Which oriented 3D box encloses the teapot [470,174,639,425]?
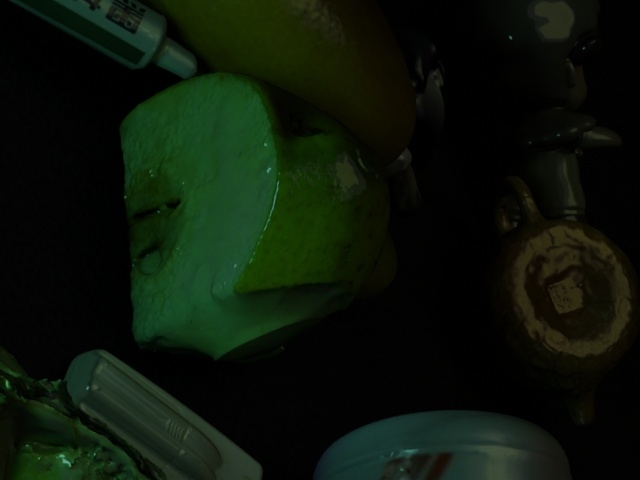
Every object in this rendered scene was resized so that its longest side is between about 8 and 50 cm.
[{"bbox_3d":[0.266,0.073,2.084,0.203,0.167,0.311,-18,79,-21],"label":"teapot"}]

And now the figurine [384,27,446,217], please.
[{"bbox_3d":[0.075,-0.148,2.001,0.145,0.145,0.222,40,42,-28],"label":"figurine"}]

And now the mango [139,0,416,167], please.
[{"bbox_3d":[-0.060,-0.245,1.807,0.445,0.220,0.301,52,8,-23],"label":"mango"}]

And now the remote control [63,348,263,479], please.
[{"bbox_3d":[-0.140,0.186,1.582,0.230,0.049,0.090,42,43,-29],"label":"remote control"}]

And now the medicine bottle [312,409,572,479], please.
[{"bbox_3d":[0.122,0.347,1.632,0.256,0.256,0.325,25,53,-41],"label":"medicine bottle"}]

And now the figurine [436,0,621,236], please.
[{"bbox_3d":[0.261,-0.189,2.207,0.203,0.248,0.381,0,79,-27],"label":"figurine"}]

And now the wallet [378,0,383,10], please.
[{"bbox_3d":[-0.020,-0.394,2.099,0.221,0.071,0.262,8,68,-50],"label":"wallet"}]

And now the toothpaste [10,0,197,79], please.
[{"bbox_3d":[-0.283,-0.258,1.625,0.392,0.061,0.099,30,55,-18],"label":"toothpaste"}]

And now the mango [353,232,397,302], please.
[{"bbox_3d":[0.001,0.004,1.857,0.191,0.085,0.122,18,64,-33],"label":"mango"}]

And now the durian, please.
[{"bbox_3d":[-0.184,0.191,1.419,0.352,0.169,0.158,45,39,-24],"label":"durian"}]

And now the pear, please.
[{"bbox_3d":[-0.046,-0.033,1.647,0.176,0.282,0.286,13,58,-37],"label":"pear"}]
